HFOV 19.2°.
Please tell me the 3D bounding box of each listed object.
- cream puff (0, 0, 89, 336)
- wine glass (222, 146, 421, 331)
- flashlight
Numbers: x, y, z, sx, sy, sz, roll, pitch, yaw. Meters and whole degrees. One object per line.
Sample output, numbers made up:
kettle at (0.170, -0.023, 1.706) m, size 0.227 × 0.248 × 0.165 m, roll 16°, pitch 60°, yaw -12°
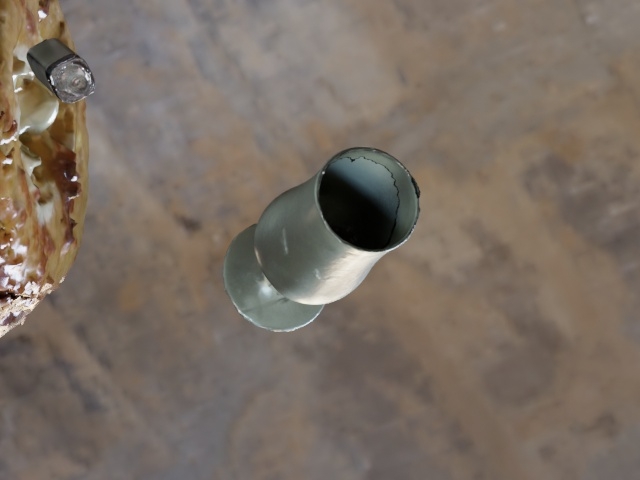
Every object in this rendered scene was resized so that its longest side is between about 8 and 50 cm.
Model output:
cream puff at (-0.218, -0.063, 1.084) m, size 0.240 × 0.164 × 0.240 m, roll -9°, pitch 90°, yaw -76°
wine glass at (0.000, 0.000, 1.567) m, size 0.103 × 0.231 × 0.103 m, roll 6°, pitch 72°, yaw -20°
flashlight at (-0.114, -0.075, 0.831) m, size 0.018 × 0.018 × 0.083 m, roll 63°, pitch -8°, yaw -17°
